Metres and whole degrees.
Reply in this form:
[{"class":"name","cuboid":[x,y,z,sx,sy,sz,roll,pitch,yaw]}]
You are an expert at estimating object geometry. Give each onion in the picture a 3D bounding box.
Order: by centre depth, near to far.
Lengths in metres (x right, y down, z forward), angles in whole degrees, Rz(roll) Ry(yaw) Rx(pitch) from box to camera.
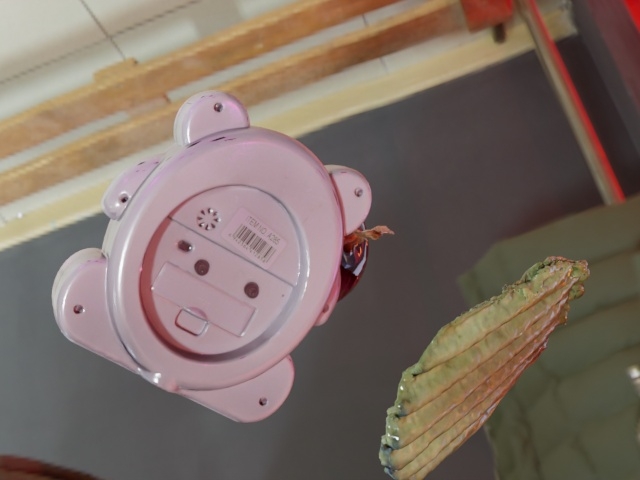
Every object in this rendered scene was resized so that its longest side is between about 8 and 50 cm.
[{"class":"onion","cuboid":[-0.009,0.002,1.407,0.177,0.177,0.153,14,174,-31]}]

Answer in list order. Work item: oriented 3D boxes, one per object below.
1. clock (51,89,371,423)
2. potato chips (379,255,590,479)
[{"class":"clock","cuboid":[-0.112,0.018,1.186,0.296,0.113,0.322,30,89,-20]},{"class":"potato chips","cuboid":[0.214,0.178,1.431,0.429,0.070,0.358,-31,150,-39]}]
